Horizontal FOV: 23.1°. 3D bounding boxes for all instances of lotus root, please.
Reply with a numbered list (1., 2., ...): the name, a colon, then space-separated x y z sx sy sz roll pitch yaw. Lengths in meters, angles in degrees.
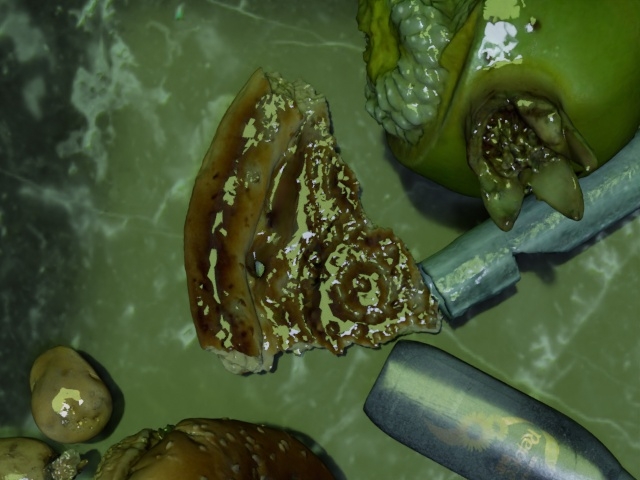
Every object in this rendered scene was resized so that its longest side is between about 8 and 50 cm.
1. lotus root: -0.270 0.204 1.342 0.152 0.063 0.072 -10 72 8

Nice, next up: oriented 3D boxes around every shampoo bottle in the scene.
1. shampoo bottle: 0.153 0.167 1.306 0.233 0.049 0.087 28 92 9

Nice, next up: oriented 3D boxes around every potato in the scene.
1. potato: -0.218 0.133 1.350 0.068 0.062 0.083 -13 51 -27

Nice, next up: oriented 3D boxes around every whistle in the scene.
1. whistle: 0.225 -0.035 1.309 0.312 0.062 0.062 -31 80 -4

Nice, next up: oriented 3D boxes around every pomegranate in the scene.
1. pomegranate: 0.153 -0.138 1.227 0.260 0.260 0.341 -9 43 5

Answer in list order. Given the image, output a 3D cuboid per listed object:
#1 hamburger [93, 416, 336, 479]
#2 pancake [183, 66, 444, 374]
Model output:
1. hamburger: -0.080 0.260 1.215 0.146 0.286 0.243 -21 109 34
2. pancake: 0.000 0.000 1.342 0.244 0.057 0.266 21 83 7
